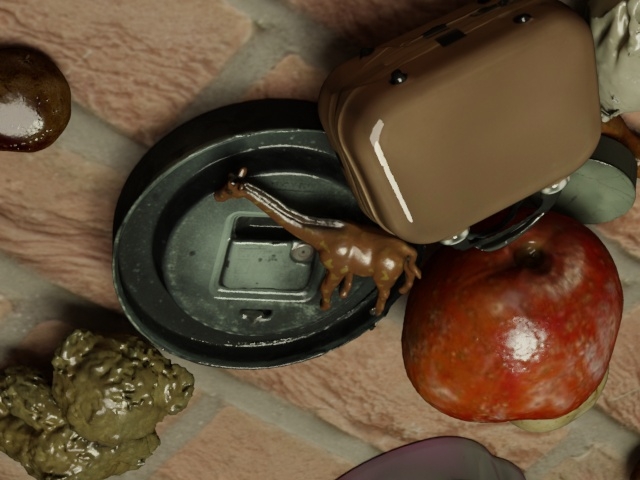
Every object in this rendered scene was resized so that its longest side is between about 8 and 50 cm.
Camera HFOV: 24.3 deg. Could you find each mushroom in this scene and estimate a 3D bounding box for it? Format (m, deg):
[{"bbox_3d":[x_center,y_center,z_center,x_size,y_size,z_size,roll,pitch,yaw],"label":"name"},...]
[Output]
[{"bbox_3d":[-0.335,-0.152,1.618,0.127,0.087,0.127,-5,108,-17],"label":"mushroom"},{"bbox_3d":[0.314,0.183,2.022,0.166,0.127,0.166,-23,151,-14],"label":"mushroom"}]

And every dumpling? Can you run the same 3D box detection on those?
[{"bbox_3d":[0.374,-0.234,1.682,0.172,0.142,0.247,-31,162,-15],"label":"dumpling"}]

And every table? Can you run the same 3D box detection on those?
[{"bbox_3d":[0.320,-0.075,1.817,0.133,0.043,0.133,9,146,6],"label":"table"}]

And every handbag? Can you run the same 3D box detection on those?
[{"bbox_3d":[0.168,-0.112,1.661,0.301,0.149,0.283,-28,120,-14],"label":"handbag"}]

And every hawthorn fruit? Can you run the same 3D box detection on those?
[{"bbox_3d":[0.237,0.091,1.835,0.284,0.284,0.284,-7,131,-8],"label":"hawthorn fruit"}]

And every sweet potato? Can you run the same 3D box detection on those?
[{"bbox_3d":[0.370,-0.116,1.825,0.202,0.055,0.058,29,90,-30],"label":"sweet potato"}]

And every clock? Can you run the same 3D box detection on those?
[{"bbox_3d":[0.156,0.444,2.215,0.338,0.102,0.339,-6,131,-8],"label":"clock"},{"bbox_3d":[-0.065,-0.002,1.803,0.386,0.076,0.386,-7,131,-8],"label":"clock"}]

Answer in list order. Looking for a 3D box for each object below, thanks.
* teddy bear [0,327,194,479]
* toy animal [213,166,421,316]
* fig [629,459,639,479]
[{"bbox_3d":[-0.290,0.211,1.879,0.267,0.156,0.256,23,119,-27],"label":"teddy bear"},{"bbox_3d":[0.000,0.000,1.731,0.224,0.066,0.230,1,142,11],"label":"toy animal"},{"bbox_3d":[0.526,0.390,2.261,0.160,0.231,0.143,23,79,-7],"label":"fig"}]
